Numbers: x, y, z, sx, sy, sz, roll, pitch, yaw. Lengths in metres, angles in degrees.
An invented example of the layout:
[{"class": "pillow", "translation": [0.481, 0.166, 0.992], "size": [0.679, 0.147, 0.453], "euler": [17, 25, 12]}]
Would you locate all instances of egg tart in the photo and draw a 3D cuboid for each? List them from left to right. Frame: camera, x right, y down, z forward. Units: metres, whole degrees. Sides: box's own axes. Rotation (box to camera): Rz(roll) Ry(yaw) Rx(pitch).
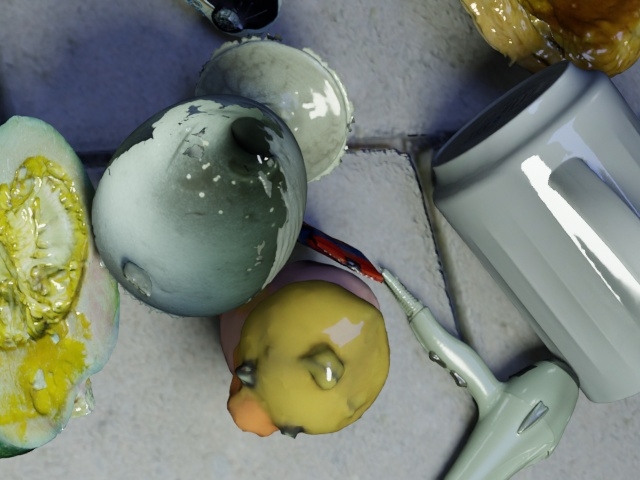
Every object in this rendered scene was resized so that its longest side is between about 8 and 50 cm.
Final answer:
[{"class": "egg tart", "translation": [0.262, -0.344, 2.088], "size": [0.352, 0.150, 0.352], "euler": [8, 75, -32]}]

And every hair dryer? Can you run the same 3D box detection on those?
[{"class": "hair dryer", "translation": [0.133, 0.184, 1.871], "size": [0.267, 0.092, 0.229], "euler": [28, 65, -7]}]

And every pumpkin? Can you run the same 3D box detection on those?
[{"class": "pumpkin", "translation": [-0.324, 0.054, 1.517], "size": [0.263, 0.197, 0.293], "euler": [67, 30, -19]}]

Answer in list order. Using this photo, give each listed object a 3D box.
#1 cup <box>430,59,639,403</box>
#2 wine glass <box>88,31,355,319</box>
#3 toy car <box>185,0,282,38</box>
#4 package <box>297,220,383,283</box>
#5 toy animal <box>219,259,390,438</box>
[{"class": "cup", "translation": [0.299, -0.010, 1.893], "size": [0.237, 0.323, 0.327], "euler": [-38, 99, -1]}, {"class": "wine glass", "translation": [-0.087, -0.066, 1.658], "size": [0.190, 0.190, 0.357], "euler": [50, 23, -8]}, {"class": "toy car", "translation": [-0.131, -0.293, 1.862], "size": [0.205, 0.056, 0.095], "euler": [37, 56, -22]}, {"class": "package", "translation": [0.000, 0.000, 1.774], "size": [0.083, 0.200, 0.022], "euler": [26, 94, -21]}, {"class": "toy animal", "translation": [-0.013, 0.104, 1.648], "size": [0.169, 0.281, 0.195], "euler": [-39, 99, 5]}]
